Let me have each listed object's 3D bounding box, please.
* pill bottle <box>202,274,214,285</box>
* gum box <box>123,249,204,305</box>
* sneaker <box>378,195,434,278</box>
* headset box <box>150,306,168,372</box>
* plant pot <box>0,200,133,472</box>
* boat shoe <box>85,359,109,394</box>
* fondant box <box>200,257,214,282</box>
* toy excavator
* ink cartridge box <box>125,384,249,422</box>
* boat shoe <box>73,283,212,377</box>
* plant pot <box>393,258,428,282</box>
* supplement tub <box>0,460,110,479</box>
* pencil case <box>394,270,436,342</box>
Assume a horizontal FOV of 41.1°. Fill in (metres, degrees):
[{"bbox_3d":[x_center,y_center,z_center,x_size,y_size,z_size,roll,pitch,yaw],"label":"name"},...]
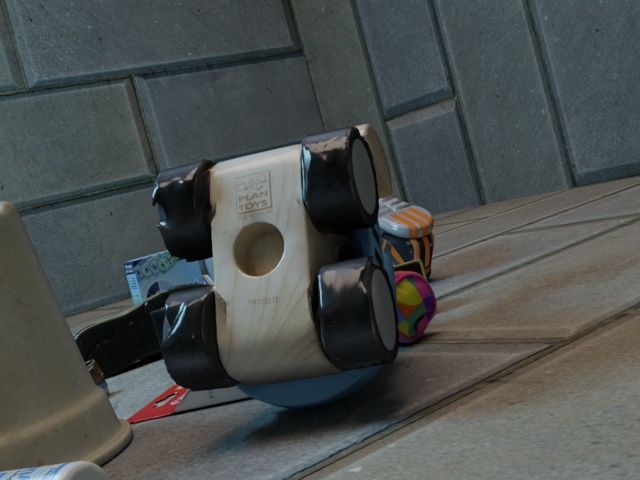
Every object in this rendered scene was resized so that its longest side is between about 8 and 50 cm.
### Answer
[{"bbox_3d":[-0.341,0.150,2.088,0.169,0.094,0.094,-17,4,-32],"label":"pill bottle"},{"bbox_3d":[-0.313,0.114,1.781,0.157,0.184,0.041,-17,4,-42],"label":"gum box"},{"bbox_3d":[0.109,-0.005,1.718,0.125,0.180,0.321,-18,30,-23],"label":"sneaker"},{"bbox_3d":[-0.094,0.115,1.411,0.218,0.110,0.293,-13,4,38],"label":"headset box"},{"bbox_3d":[-0.417,0.127,0.963,0.334,0.305,0.334,-15,4,1],"label":"plant pot"},{"bbox_3d":[-0.406,0.229,1.273,0.066,0.066,0.183,-13,4,40],"label":"boat shoe"},{"bbox_3d":[-0.096,0.045,1.765,0.238,0.096,0.330,-16,25,-19],"label":"fondant box"},{"bbox_3d":[0.000,0.000,1.046,0.222,0.432,0.445,-12,-21,16],"label":"toy excavator"},{"bbox_3d":[-0.134,0.174,1.131,0.225,0.056,0.181,-12,4,14],"label":"ink cartridge box"},{"bbox_3d":[-0.324,0.163,1.593,0.324,0.122,0.120,-16,0,-28],"label":"boat shoe"},{"bbox_3d":[0.124,0.082,1.316,0.081,0.081,0.083,-15,-9,-1],"label":"plant pot"},{"bbox_3d":[-0.224,0.214,0.673,0.107,0.071,0.071,-13,4,23],"label":"supplement tub"},{"bbox_3d":[0.048,0.098,1.184,0.104,0.104,0.236,-18,5,-40],"label":"pencil case"}]
